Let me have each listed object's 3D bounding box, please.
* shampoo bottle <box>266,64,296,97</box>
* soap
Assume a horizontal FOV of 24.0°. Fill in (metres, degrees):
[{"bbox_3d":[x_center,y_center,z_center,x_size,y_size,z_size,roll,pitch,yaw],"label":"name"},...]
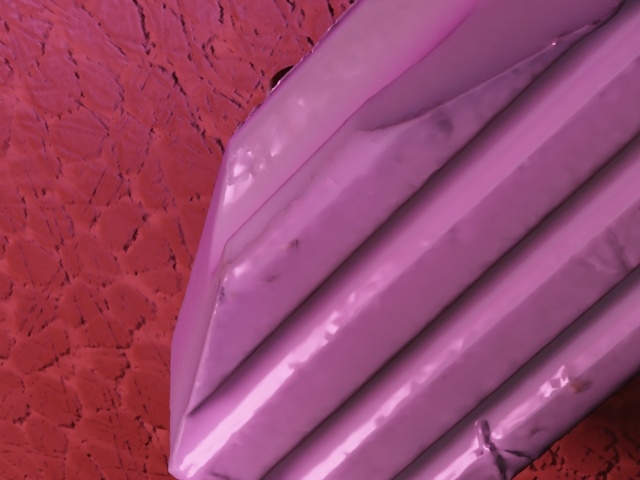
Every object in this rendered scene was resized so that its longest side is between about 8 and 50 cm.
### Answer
[{"bbox_3d":[0.000,0.000,1.054,0.118,0.087,0.234,16,126,3],"label":"shampoo bottle"},{"bbox_3d":[0.086,-0.010,0.900,0.261,0.156,0.446,31,118,-27],"label":"soap"}]
